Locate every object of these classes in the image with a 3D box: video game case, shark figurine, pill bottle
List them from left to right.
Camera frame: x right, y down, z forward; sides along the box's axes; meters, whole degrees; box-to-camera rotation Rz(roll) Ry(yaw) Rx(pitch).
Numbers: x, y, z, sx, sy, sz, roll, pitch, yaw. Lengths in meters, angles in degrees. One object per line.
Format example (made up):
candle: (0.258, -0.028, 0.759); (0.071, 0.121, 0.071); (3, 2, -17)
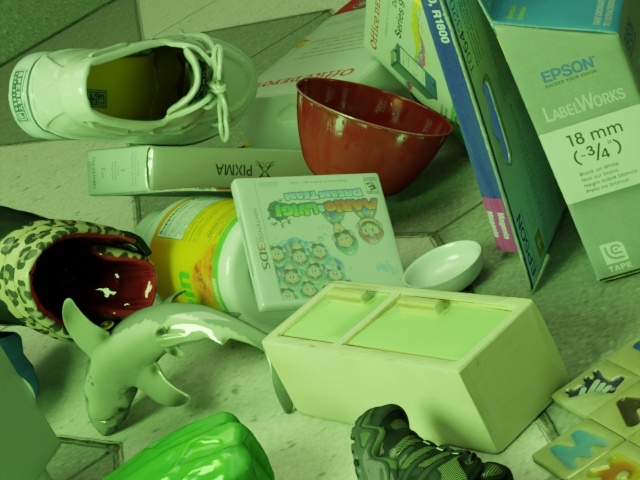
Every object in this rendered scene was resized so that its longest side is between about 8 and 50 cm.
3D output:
shark figurine: (-0.129, 0.086, 1.593); (0.278, 0.166, 0.116); (-14, 23, 29)
pill bottle: (-0.105, 0.022, 1.753); (0.136, 0.136, 0.246); (-38, 23, -26)
video game case: (0.000, 0.000, 1.628); (0.157, 0.143, 0.019); (-3, -28, -22)

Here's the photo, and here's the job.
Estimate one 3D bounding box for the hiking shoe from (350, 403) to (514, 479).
hiking shoe: (0.088, 0.193, 1.235); (0.114, 0.086, 0.227); (-12, 27, 0)

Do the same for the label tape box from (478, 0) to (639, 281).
label tape box: (0.252, -0.167, 1.502); (0.106, 0.333, 0.240); (-17, 23, 23)

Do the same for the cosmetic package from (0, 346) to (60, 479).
cosmetic package: (-0.317, 0.195, 1.327); (0.107, 0.127, 0.238); (-18, 21, 22)

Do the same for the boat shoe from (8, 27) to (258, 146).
boat shoe: (-0.158, -0.173, 1.815); (0.156, 0.135, 0.367); (-1, 2, 37)

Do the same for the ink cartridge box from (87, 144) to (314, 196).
ink cartridge box: (-0.090, -0.079, 1.891); (0.275, 0.060, 0.239); (0, -1, -41)

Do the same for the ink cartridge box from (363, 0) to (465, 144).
ink cartridge box: (0.148, -0.226, 1.867); (0.093, 0.154, 0.212); (-31, 63, -21)

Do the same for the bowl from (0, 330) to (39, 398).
bowl: (-0.501, 0.158, 1.754); (0.391, 0.077, 0.391); (-8, 1, 0)

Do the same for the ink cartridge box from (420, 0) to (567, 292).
ink cartridge box: (0.173, -0.166, 1.599); (0.071, 0.324, 0.330); (-7, 27, 27)

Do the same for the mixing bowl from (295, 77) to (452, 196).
mixing bowl: (0.048, -0.107, 1.844); (0.181, 0.098, 0.181); (14, 19, -5)

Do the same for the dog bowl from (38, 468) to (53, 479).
dog bowl: (-0.340, 0.295, 1.440); (0.265, 0.104, 0.265); (-23, 21, 10)

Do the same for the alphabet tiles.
alphabet tiles: (0.322, 0.119, 1.205); (0.285, 0.011, 0.342); (-32, 22, -13)

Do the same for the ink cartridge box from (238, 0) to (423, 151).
ink cartridge box: (0.067, -0.211, 2.103); (0.226, 0.131, 0.306); (-4, 32, 44)

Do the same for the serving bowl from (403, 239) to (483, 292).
serving bowl: (0.124, 0.033, 1.611); (0.083, 0.027, 0.083); (-23, 22, 10)

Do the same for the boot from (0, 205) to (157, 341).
boot: (-0.291, 0.035, 1.752); (0.284, 0.377, 0.138); (10, 83, 35)

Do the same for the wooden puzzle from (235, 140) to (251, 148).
wooden puzzle: (-0.095, -0.121, 2.243); (0.079, 0.014, 0.116); (-26, 21, 2)

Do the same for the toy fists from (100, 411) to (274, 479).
toy fists: (-0.093, 0.236, 1.310); (0.142, 0.096, 0.279); (-35, 22, 6)

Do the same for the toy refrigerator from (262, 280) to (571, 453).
toy refrigerator: (0.075, 0.100, 1.422); (0.102, 0.094, 0.269); (-39, 24, -28)
